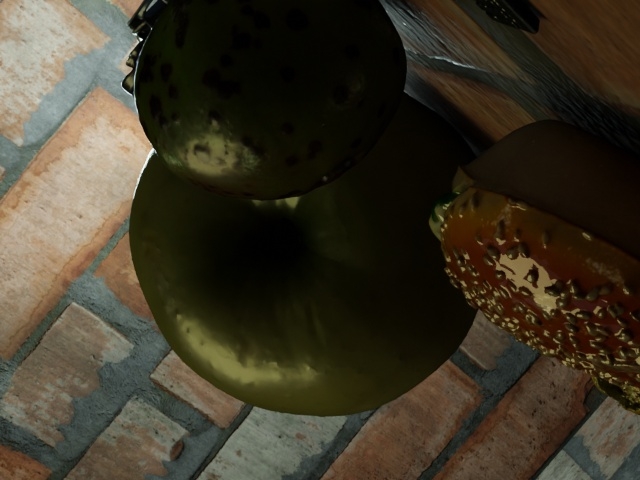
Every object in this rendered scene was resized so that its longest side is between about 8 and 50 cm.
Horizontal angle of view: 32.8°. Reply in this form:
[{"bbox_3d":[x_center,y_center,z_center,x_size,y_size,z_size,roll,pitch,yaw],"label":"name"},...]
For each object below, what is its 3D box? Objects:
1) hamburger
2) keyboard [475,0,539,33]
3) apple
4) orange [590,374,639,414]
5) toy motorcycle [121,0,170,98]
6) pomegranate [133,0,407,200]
[{"bbox_3d":[0.185,0.016,0.747,0.237,0.147,0.237,37,-178,-2],"label":"hamburger"},{"bbox_3d":[0.040,-0.183,0.583,0.202,0.011,0.067,39,-176,-22],"label":"keyboard"},{"bbox_3d":[0.000,0.000,1.373,0.473,0.474,0.473,40,-177,-3],"label":"apple"},{"bbox_3d":[0.410,0.153,1.368,0.154,0.134,0.155,33,-173,-4],"label":"orange"},{"bbox_3d":[-0.129,-0.251,1.212,0.125,0.213,0.358,39,-173,-7],"label":"toy motorcycle"},{"bbox_3d":[-0.068,-0.158,0.947,0.286,0.231,0.231,42,-177,31],"label":"pomegranate"}]
